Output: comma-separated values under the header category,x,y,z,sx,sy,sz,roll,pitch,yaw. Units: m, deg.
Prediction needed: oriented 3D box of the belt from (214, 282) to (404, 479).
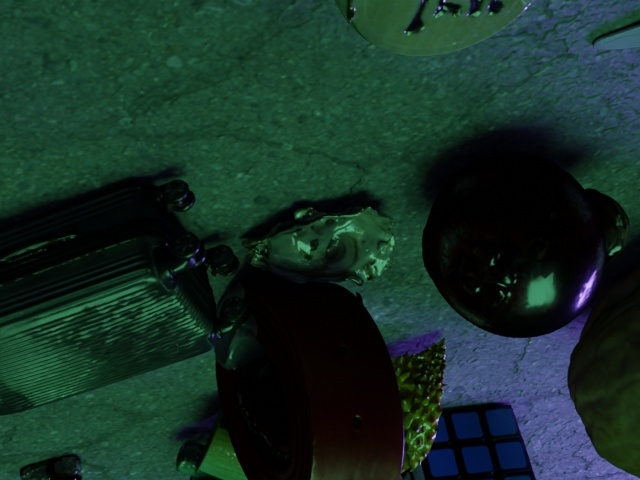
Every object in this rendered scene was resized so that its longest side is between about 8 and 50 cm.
category,x,y,z,sx,sy,sz,roll,pitch,yaw
belt,-0.020,0.159,1.698,0.115,0.324,0.227,-1,119,-24

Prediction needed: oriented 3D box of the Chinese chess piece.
category,x,y,z,sx,sy,sz,roll,pitch,yaw
Chinese chess piece,0.099,-0.236,1.303,0.188,0.083,0.188,-10,146,-7

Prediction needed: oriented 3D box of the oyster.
category,x,y,z,sx,sy,sz,roll,pitch,yaw
oyster,0.001,-0.001,1.669,0.166,0.053,0.108,-3,139,-16

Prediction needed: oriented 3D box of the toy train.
category,x,y,z,sx,sy,sz,roll,pitch,yaw
toy train,-0.037,0.325,2.016,0.307,0.126,0.189,23,153,-5

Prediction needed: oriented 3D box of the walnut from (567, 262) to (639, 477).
category,x,y,z,sx,sy,sz,roll,pitch,yaw
walnut,0.465,0.161,1.906,0.306,0.306,0.344,16,144,-40

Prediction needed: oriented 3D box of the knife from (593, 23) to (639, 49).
category,x,y,z,sx,sy,sz,roll,pitch,yaw
knife,0.385,-0.221,1.504,0.244,0.032,0.058,-19,157,17

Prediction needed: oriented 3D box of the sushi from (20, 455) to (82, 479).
category,x,y,z,sx,sy,sz,roll,pitch,yaw
sushi,-0.350,0.315,2.033,0.083,0.046,0.044,-16,149,1

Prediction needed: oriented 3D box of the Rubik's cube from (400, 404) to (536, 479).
category,x,y,z,sx,sy,sz,roll,pitch,yaw
Rubik's cube,0.199,0.341,2.194,0.161,0.162,0.163,-4,146,-16

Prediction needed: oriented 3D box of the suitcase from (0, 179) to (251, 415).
category,x,y,z,sx,sy,sz,roll,pitch,yaw
suitcase,-0.246,0.062,1.591,0.312,0.128,0.202,-18,149,7

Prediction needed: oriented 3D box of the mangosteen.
category,x,y,z,sx,sy,sz,roll,pitch,yaw
mangosteen,0.208,0.002,1.637,0.210,0.210,0.210,-11,149,-7

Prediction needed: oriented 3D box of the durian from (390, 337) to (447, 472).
category,x,y,z,sx,sy,sz,roll,pitch,yaw
durian,0.103,0.214,2.011,0.132,0.165,0.182,-33,-166,-32
